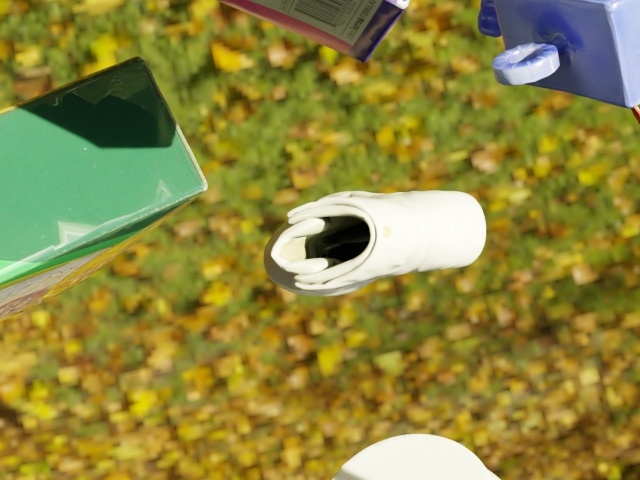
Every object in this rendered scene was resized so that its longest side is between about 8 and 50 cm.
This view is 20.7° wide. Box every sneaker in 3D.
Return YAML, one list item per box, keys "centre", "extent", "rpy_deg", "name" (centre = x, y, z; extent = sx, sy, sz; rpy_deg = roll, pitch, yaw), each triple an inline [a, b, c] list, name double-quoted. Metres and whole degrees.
- centre: [0.000, 0.000, 1.716]
  extent: [0.169, 0.108, 0.292]
  rpy_deg: [-3, 173, -41]
  name: "sneaker"

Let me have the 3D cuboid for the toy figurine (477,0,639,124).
- centre: [0.207, -0.100, 1.006]
  extent: [0.217, 0.191, 0.362]
  rpy_deg: [-19, -155, -27]
  name: "toy figurine"

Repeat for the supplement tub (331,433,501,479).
- centre: [0.130, 0.375, 1.919]
  extent: [0.228, 0.228, 0.316]
  rpy_deg: [-15, 138, 7]
  name: "supplement tub"

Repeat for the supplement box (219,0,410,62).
- centre: [-0.051, -0.190, 0.868]
  extent: [0.220, 0.114, 0.111]
  rpy_deg: [21, 169, -6]
  name: "supplement box"

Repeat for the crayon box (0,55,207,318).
- centre: [-0.282, 0.023, 1.196]
  extent: [0.313, 0.106, 0.363]
  rpy_deg: [-27, 179, -24]
  name: "crayon box"
